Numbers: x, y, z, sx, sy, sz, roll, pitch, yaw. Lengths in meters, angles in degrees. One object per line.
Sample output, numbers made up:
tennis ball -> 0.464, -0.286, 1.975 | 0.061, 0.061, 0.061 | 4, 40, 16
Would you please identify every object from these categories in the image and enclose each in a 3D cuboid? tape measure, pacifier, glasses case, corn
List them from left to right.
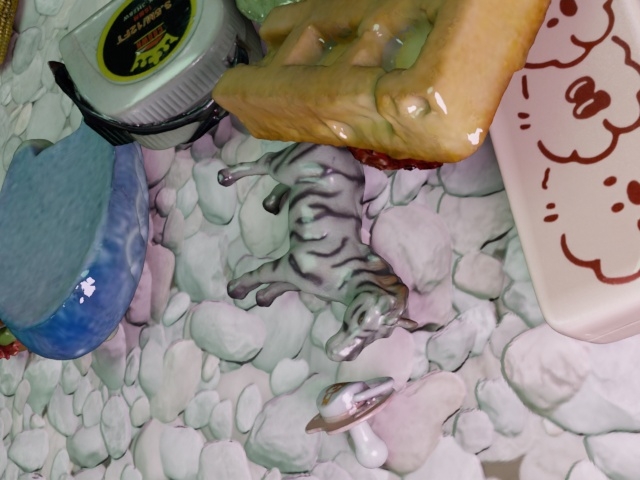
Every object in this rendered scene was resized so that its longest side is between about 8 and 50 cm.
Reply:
corn -> -0.497, -0.360, 1.483 | 0.072, 0.072, 0.203 | 3, 80, 45
tape measure -> -0.180, -0.183, 1.069 | 0.235, 0.115, 0.207 | -33, 54, 13
pacifier -> 0.036, 0.155, 0.821 | 0.078, 0.082, 0.099 | 63, 155, -2
glasses case -> 0.199, -0.100, 0.717 | 0.144, 0.076, 0.336 | -31, 58, 35

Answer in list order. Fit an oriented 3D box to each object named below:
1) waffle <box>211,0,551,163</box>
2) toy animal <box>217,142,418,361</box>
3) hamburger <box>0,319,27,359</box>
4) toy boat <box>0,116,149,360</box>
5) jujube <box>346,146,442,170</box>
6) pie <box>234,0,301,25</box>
waffle -> 0.081, -0.227, 0.754 | 0.304, 0.077, 0.348 | 12, 72, 57
toy animal -> -0.012, 0.012, 0.890 | 0.170, 0.090, 0.255 | -36, 57, 26
hamburger -> -0.428, 0.059, 1.243 | 0.175, 0.137, 0.175 | -17, 63, 38
toy boat -> -0.282, -0.008, 1.156 | 0.215, 0.123, 0.329 | -26, 51, 21
jujube -> 0.074, -0.101, 0.816 | 0.104, 0.104, 0.166 | -68, 25, 5
pie -> -0.010, -0.332, 0.981 | 0.248, 0.090, 0.201 | -50, 46, 17
